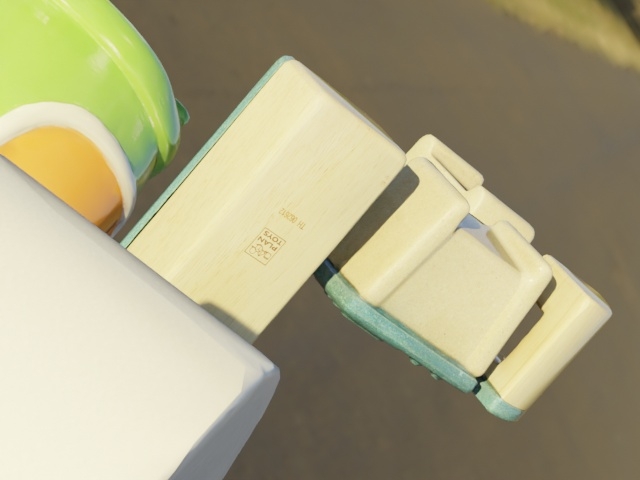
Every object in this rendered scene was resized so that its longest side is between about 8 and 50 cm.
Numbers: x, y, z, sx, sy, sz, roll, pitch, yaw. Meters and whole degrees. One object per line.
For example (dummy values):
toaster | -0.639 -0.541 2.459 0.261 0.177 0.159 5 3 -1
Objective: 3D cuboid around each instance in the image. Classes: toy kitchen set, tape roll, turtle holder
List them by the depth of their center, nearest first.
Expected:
tape roll | -0.133 0.115 0.482 0.100 0.286 0.286 37 10 4
toy kitchen set | 0.000 0.000 0.852 0.207 0.122 0.166 35 10 -36
turtle holder | -0.248 -0.094 1.120 0.320 0.227 0.243 37 -22 -2
